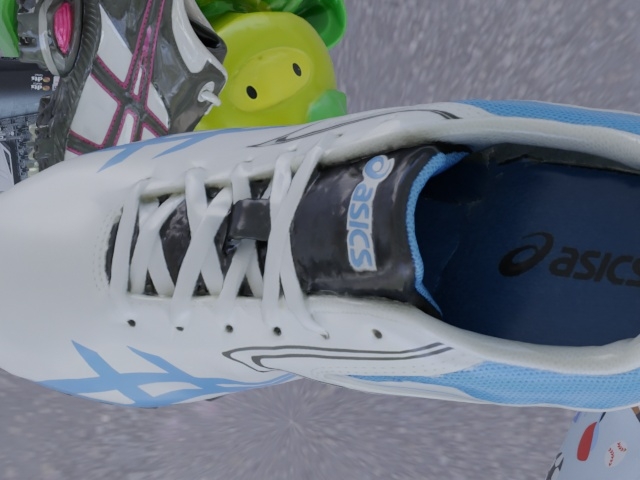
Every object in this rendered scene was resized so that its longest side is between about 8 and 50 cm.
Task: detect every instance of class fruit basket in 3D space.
[{"bbox_3d":[-0.118,-0.205,1.864,0.392,0.392,0.283,-21,123,-3],"label":"fruit basket"}]

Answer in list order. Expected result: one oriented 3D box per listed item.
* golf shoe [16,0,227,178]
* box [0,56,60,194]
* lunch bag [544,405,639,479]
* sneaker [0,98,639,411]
[{"bbox_3d":[-0.108,-0.065,1.028,0.120,0.105,0.273,-3,120,-9],"label":"golf shoe"},{"bbox_3d":[-0.309,-0.052,1.731,0.307,0.076,0.242,3,97,-8],"label":"box"},{"bbox_3d":[0.373,0.311,1.728,0.239,0.385,0.328,25,85,-22],"label":"lunch bag"},{"bbox_3d":[0.000,0.000,0.478,0.237,0.086,0.085,-2,70,23],"label":"sneaker"}]
